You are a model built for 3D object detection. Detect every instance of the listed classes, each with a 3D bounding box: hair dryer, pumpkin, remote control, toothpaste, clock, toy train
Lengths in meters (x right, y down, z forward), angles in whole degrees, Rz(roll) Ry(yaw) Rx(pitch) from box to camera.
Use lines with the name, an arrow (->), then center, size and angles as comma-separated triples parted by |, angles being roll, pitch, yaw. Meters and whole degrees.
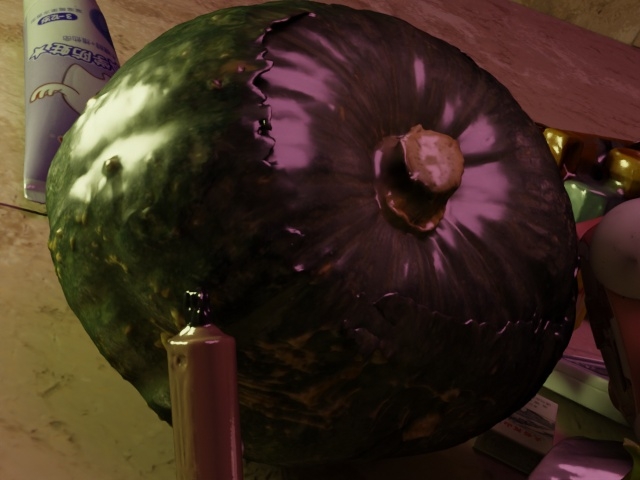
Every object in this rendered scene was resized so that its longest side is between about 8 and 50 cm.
hair dryer -> -0.047, 0.112, 0.516 | 0.117, 0.181, 0.064 | -1, -4, -45
pumpkin -> 0.000, 0.000, 0.670 | 0.328, 0.257, 0.291 | -11, 76, -38
remote control -> 0.266, 0.131, 0.811 | 0.103, 0.034, 0.250 | 12, 4, -24
toothpaste -> -0.217, -0.127, 0.975 | 0.125, 0.080, 0.371 | 14, 33, -29
clock -> 0.220, 0.050, 0.681 | 0.093, 0.166, 0.162 | -14, 2, 10
toy train -> 0.296, -0.038, 1.149 | 0.369, 0.163, 0.231 | 3, 23, -38

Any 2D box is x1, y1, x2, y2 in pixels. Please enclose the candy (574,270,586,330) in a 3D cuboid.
candy -> 0.096, -0.005, 0.937 | 0.276, 0.088, 0.146 | 27, 21, 24

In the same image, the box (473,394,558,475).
box -> 0.147, 0.137, 0.807 | 0.054, 0.024, 0.083 | 28, 24, 5

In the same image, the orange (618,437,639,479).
orange -> 0.250, 0.189, 0.507 | 0.301, 0.223, 0.300 | -29, 97, -40

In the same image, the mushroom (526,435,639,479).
mushroom -> 0.256, 0.204, 0.694 | 0.351, 0.097, 0.109 | 19, 20, -21
